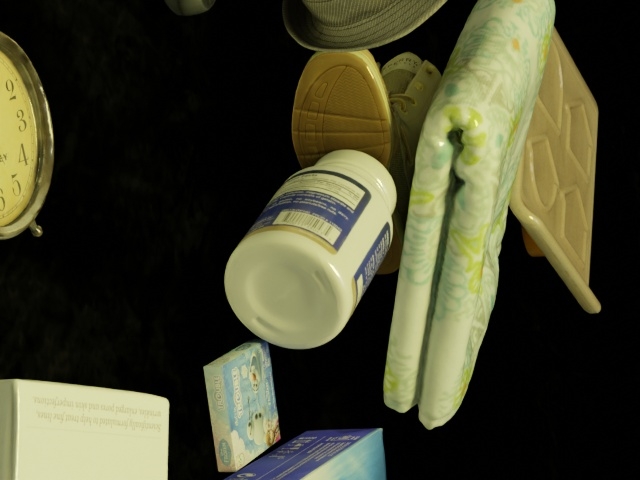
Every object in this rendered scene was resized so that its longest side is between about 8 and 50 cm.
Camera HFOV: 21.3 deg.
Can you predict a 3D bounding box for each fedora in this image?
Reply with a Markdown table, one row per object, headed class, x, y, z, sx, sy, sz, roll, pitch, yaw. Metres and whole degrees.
| class | x | y | z | sx | sy | sz | roll | pitch | yaw |
| --- | --- | --- | --- | --- | --- | --- | --- | --- | --- |
| fedora | 0.033 | -0.288 | 1.465 | 0.124 | 0.243 | 0.275 | 41 | 4 | -26 |

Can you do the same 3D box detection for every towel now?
| class | x | y | z | sx | sy | sz | roll | pitch | yaw |
| --- | --- | --- | --- | --- | --- | --- | --- | --- | --- |
| towel | 0.149 | -0.044 | 1.690 | 0.320 | 0.090 | 0.374 | -67 | 166 | -54 |

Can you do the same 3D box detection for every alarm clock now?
| class | x | y | z | sx | sy | sz | roll | pitch | yaw |
| --- | --- | --- | --- | --- | --- | --- | --- | --- | --- |
| alarm clock | -0.223 | -0.082 | 1.035 | 0.129 | 0.064 | 0.192 | -31 | 117 | -64 |

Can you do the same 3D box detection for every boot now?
| class | x | y | z | sx | sy | sz | roll | pitch | yaw |
| --- | --- | --- | --- | --- | --- | --- | --- | --- | --- |
| boot | 0.054 | -0.125 | 1.624 | 0.203 | 0.095 | 0.262 | -68 | 152 | -42 |

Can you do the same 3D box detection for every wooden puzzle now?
| class | x | y | z | sx | sy | sz | roll | pitch | yaw |
| --- | --- | --- | --- | --- | --- | --- | --- | --- | --- |
| wooden puzzle | 0.284 | -0.114 | 2.191 | 0.322 | 0.081 | 0.347 | 46 | 41 | -57 |

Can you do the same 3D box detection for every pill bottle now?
| class | x | y | z | sx | sy | sz | roll | pitch | yaw |
| --- | --- | --- | --- | --- | --- | --- | --- | --- | --- |
| pill bottle | 0.000 | 0.000 | 1.472 | 0.186 | 0.112 | 0.112 | -56 | 137 | -54 |

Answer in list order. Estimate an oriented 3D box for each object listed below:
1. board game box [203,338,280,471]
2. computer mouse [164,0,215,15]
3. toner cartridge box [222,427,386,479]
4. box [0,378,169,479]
| class | x | y | z | sx | sy | sz | roll | pitch | yaw |
| --- | --- | --- | --- | --- | --- | --- | --- | --- | --- |
| board game box | -0.064 | 0.136 | 1.420 | 0.090 | 0.020 | 0.090 | -27 | 112 | -63 |
| computer mouse | -0.093 | -0.260 | 1.401 | 0.242 | 0.041 | 0.071 | -73 | 159 | -52 |
| toner cartridge box | -0.020 | 0.262 | 1.387 | 0.348 | 0.075 | 0.165 | -14 | 99 | -73 |
| box | -0.183 | 0.178 | 1.019 | 0.181 | 0.119 | 0.181 | 21 | 68 | -65 |
